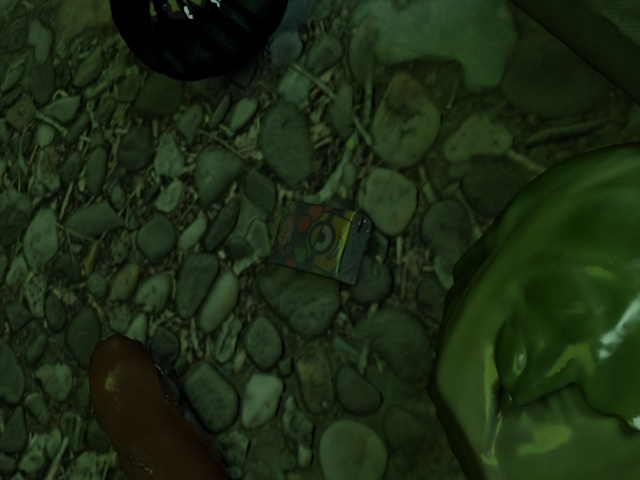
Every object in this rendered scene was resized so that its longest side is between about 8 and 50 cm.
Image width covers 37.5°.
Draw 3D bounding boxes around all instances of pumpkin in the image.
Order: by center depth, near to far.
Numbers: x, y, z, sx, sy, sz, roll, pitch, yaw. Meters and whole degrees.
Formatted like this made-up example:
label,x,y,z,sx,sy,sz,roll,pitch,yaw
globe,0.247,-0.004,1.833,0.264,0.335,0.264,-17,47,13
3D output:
label,x,y,z,sx,sy,sz,roll,pitch,yaw
pumpkin,-0.116,-0.249,0.921,0.194,0.150,0.194,-1,80,6

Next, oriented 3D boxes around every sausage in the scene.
label,x,y,z,sx,sy,sz,roll,pitch,yaw
sausage,-0.129,0.208,0.850,0.326,0.079,0.087,44,118,38

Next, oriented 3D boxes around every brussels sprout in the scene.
label,x,y,z,sx,sy,sz,roll,pitch,yaw
brussels sprout,0.178,0.060,0.546,0.244,0.244,0.244,-11,72,36

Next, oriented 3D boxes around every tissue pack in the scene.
label,x,y,z,sx,sy,sz,roll,pitch,yaw
tissue pack,0.000,0.000,0.828,0.083,0.035,0.063,14,88,42

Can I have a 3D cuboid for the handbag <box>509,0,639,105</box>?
label,x,y,z,sx,sy,sz,roll,pitch,yaw
handbag,0.237,-0.151,0.557,0.316,0.253,0.109,51,147,35
